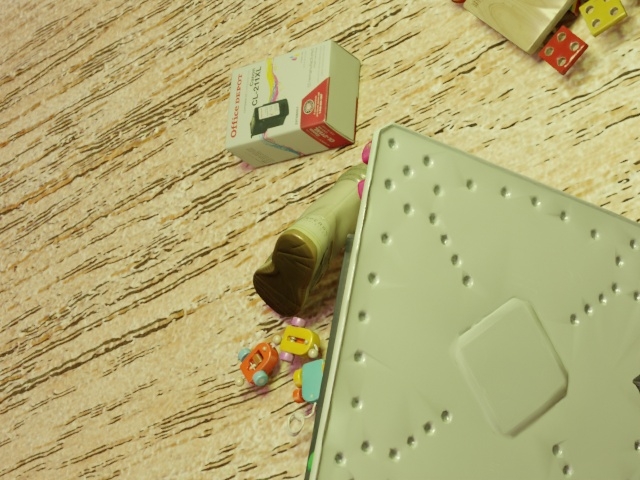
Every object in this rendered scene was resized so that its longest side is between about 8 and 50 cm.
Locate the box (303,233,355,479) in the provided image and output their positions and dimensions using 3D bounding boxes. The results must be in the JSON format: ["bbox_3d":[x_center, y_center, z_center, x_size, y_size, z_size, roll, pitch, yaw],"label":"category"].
[{"bbox_3d":[0.142,0.180,1.576,0.318,0.097,0.394,-4,68,37],"label":"box"}]

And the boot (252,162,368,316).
[{"bbox_3d":[0.000,0.000,1.778,0.077,0.213,0.165,40,61,6],"label":"boot"}]

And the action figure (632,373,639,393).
[{"bbox_3d":[0.380,0.251,1.308,0.185,0.099,0.285,-5,96,52],"label":"action figure"}]

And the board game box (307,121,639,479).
[{"bbox_3d":[0.177,0.127,1.389,0.050,0.390,0.389,-19,56,58],"label":"board game box"}]

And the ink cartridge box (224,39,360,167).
[{"bbox_3d":[-0.039,-0.183,1.908,0.175,0.072,0.127,-12,64,35],"label":"ink cartridge box"}]

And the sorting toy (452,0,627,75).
[{"bbox_3d":[0.270,-0.299,1.724,0.132,0.046,0.274,-52,47,8],"label":"sorting toy"}]

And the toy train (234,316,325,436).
[{"bbox_3d":[-0.033,0.170,1.762,0.125,0.046,0.166,-53,44,9],"label":"toy train"}]
